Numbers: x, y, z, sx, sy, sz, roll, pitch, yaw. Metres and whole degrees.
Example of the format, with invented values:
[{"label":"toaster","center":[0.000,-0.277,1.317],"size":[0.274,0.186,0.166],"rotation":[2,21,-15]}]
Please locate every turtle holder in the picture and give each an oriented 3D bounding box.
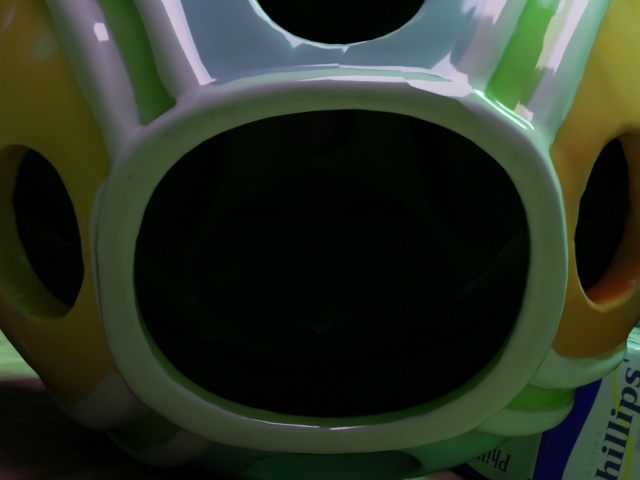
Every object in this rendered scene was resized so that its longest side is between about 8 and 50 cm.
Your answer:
[{"label":"turtle holder","center":[-0.031,-0.040,0.644],"size":[0.320,0.243,0.227],"rotation":[23,18,-10]}]

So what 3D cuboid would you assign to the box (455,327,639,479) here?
[{"label":"box","center":[0.120,0.072,0.816],"size":[0.137,0.072,0.126],"rotation":[12,3,-26]}]

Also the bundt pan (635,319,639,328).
[{"label":"bundt pan","center":[0.194,0.050,1.117],"size":[0.331,0.124,0.331],"rotation":[15,3,-1]}]
